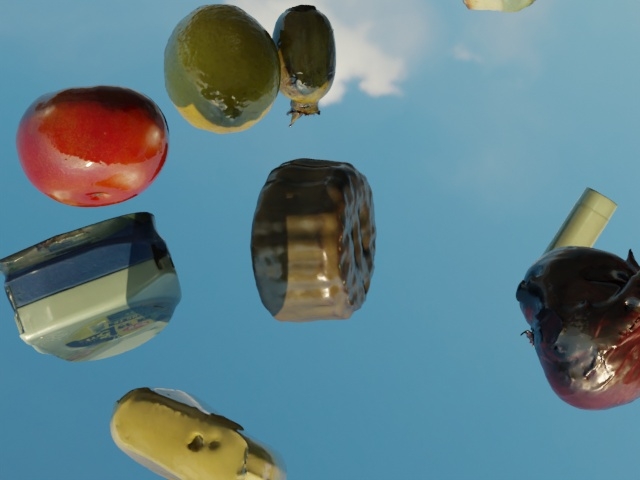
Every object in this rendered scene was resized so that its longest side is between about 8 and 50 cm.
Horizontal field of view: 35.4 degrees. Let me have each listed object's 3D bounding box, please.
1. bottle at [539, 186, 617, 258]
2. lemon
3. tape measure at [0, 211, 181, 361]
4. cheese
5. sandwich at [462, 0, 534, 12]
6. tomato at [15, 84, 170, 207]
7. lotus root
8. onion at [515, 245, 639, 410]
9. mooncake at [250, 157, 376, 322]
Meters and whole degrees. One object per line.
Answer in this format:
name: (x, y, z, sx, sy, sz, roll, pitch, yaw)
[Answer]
bottle: (0.477, 0.001, 1.888, 0.072, 0.201, 0.072, 30, -172, -5)
lemon: (-0.204, -0.358, 2.066, 0.245, 0.245, 0.320, 16, -139, -31)
tape measure: (-0.360, 0.092, 1.622, 0.259, 0.262, 0.138, -19, -111, -11)
cheese: (-0.163, 0.311, 1.449, 0.259, 0.128, 0.316, 28, 169, 16)
sandwich: (0.215, -0.396, 1.131, 0.186, 0.108, 0.220, 42, -117, -61)
tomato: (-0.292, -0.119, 1.289, 0.195, 0.195, 0.136, 8, -111, -38)
lotus root: (-0.035, -0.378, 2.202, 0.154, 0.278, 0.154, 2, -163, -1)
onion: (0.425, 0.125, 1.572, 0.221, 0.281, 0.281, 2, -130, -26)
mooncake: (0.000, 0.000, 1.756, 0.290, 0.161, 0.290, 0, -90, -70)
